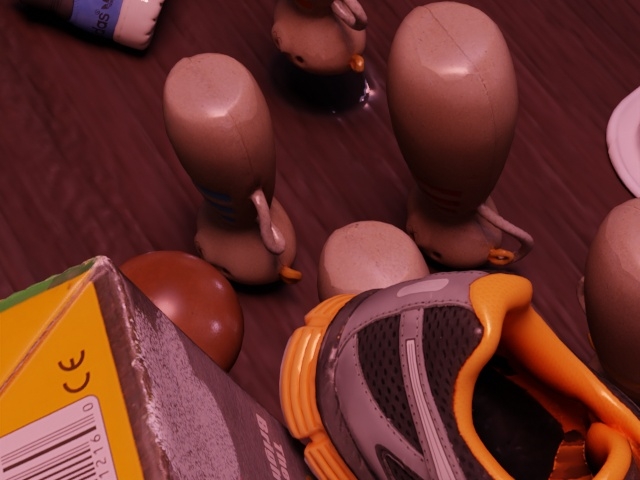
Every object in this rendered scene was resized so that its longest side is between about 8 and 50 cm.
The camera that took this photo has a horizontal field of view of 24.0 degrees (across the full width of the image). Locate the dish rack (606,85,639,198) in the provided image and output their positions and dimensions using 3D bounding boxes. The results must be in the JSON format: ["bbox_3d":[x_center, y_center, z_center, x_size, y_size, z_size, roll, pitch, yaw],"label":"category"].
[{"bbox_3d":[0.335,-0.061,0.739,0.285,0.072,0.333,40,54,20],"label":"dish rack"}]

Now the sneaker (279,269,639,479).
[{"bbox_3d":[0.080,0.095,0.445,0.215,0.083,0.084,46,51,-9],"label":"sneaker"}]

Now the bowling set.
[{"bbox_3d":[0.000,0.000,0.587,0.200,0.154,0.287,-31,62,-11],"label":"bowling set"}]

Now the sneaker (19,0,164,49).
[{"bbox_3d":[-0.105,-0.164,0.733,0.085,0.058,0.152,19,55,-8],"label":"sneaker"}]

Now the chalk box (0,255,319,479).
[{"bbox_3d":[-0.058,0.124,0.424,0.132,0.213,0.132,-24,57,8],"label":"chalk box"}]
